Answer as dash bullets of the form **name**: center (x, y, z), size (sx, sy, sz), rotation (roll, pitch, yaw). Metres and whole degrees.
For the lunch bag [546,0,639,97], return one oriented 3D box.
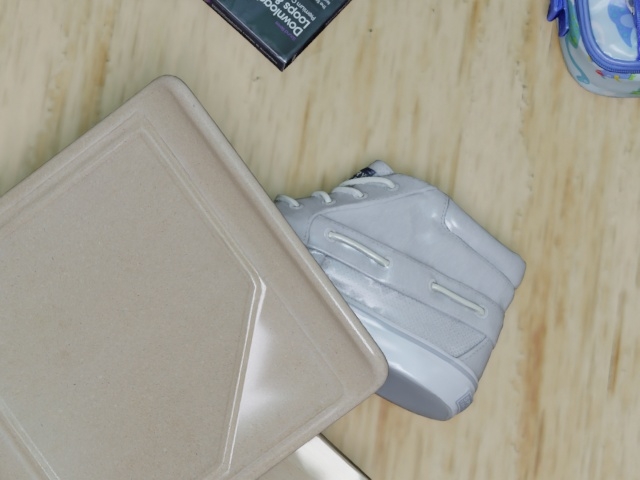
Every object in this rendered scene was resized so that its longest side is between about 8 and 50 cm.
- **lunch bag**: center (0.233, -0.204, 1.273), size (0.176, 0.090, 0.219), rotation (-3, 79, -3)

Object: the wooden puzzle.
- **wooden puzzle**: center (-0.112, 0.057, 1.137), size (0.238, 0.044, 0.221), rotation (-37, 86, 9)

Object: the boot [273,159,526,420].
- **boot**: center (0.000, 0.000, 1.219), size (0.258, 0.095, 0.123), rotation (30, 70, -6)

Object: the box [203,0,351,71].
- **box**: center (-0.013, -0.206, 1.278), size (0.116, 0.029, 0.162), rotation (43, 77, 4)

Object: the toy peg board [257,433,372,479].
- **toy peg board**: center (-0.076, 0.151, 1.191), size (0.161, 0.079, 0.161), rotation (42, 94, 5)
